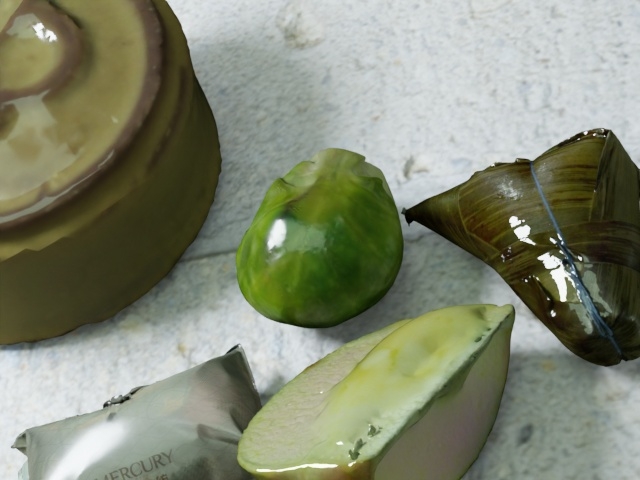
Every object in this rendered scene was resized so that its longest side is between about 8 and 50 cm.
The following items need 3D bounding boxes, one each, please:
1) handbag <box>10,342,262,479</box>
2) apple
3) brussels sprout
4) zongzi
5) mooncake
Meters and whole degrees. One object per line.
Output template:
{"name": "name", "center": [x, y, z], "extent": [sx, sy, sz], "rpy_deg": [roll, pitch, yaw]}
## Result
{"name": "handbag", "center": [-0.163, 0.196, 1.416], "extent": [0.270, 0.117, 0.182], "rpy_deg": [-21, 40, 5]}
{"name": "apple", "center": [0.047, 0.159, 1.338], "extent": [0.193, 0.120, 0.265], "rpy_deg": [-4, 25, 40]}
{"name": "brussels sprout", "center": [0.005, 0.003, 1.474], "extent": [0.180, 0.144, 0.161], "rpy_deg": [-63, 20, -12]}
{"name": "zongzi", "center": [0.180, 0.024, 1.401], "extent": [0.242, 0.112, 0.221], "rpy_deg": [-15, 50, 23]}
{"name": "mooncake", "center": [-0.309, -0.106, 1.632], "extent": [0.393, 0.246, 0.394], "rpy_deg": [-5, 56, 13]}
